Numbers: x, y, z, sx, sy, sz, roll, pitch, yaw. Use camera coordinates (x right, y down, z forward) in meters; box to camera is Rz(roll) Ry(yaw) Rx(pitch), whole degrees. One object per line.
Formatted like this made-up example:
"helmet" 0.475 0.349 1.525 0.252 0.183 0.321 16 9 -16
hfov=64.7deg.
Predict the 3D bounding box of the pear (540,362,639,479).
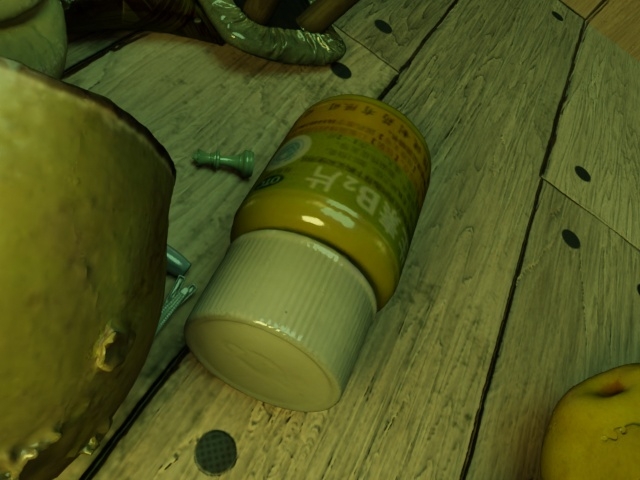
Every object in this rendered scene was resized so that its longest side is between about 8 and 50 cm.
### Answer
"pear" 0.439 0.327 0.636 0.336 0.285 0.285 47 49 -11

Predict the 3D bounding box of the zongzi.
"zongzi" -0.307 -0.360 0.826 0.241 0.111 0.248 45 59 -21

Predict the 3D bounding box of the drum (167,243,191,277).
"drum" -0.289 -0.025 0.631 0.253 0.049 0.130 47 50 3

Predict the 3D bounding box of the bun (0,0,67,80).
"bun" -0.492 -0.290 0.581 0.364 0.219 0.366 7 64 -15

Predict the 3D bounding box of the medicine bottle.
"medicine bottle" 0.000 0.000 0.652 0.224 0.224 0.385 31 51 -6

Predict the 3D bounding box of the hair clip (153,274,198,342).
"hair clip" -0.189 0.089 0.609 0.030 0.039 0.115 42 50 -14

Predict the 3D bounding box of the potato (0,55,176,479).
"potato" -0.348 0.055 0.369 0.441 0.385 0.320 11 74 -20

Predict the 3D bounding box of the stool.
"stool" -0.071 -0.513 0.933 0.310 0.226 0.310 -15 65 -42

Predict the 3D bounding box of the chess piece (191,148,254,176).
"chess piece" -0.150 -0.123 0.775 0.093 0.042 0.042 6 57 -18
